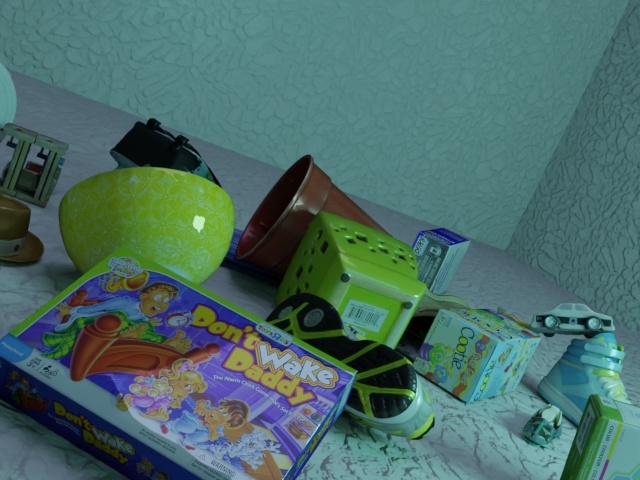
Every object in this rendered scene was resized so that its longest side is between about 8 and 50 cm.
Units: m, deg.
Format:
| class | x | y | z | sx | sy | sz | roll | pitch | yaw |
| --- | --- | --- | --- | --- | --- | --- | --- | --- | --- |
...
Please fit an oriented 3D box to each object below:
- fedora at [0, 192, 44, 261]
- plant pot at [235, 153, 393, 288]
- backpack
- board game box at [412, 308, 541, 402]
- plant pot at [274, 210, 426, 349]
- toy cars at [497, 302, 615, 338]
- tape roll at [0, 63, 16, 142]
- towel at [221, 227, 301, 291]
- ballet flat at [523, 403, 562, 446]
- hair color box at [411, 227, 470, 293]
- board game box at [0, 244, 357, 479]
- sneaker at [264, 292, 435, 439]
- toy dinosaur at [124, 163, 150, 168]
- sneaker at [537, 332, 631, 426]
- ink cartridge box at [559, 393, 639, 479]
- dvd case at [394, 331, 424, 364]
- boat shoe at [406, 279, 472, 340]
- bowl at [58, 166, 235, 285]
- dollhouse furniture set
| class | x | y | z | sx | sy | sz | roll | pitch | yaw |
| --- | --- | --- | --- | --- | --- | --- | --- | --- | --- |
| fedora | -0.535 | -0.033 | 1.339 | 0.194 | 0.079 | 0.194 | 23 | 12 | -5 |
| plant pot | 0.000 | 0.000 | 1.783 | 0.265 | 0.272 | 0.272 | 36 | 8 | -15 |
| backpack | -0.333 | -0.120 | 1.829 | 0.225 | 0.191 | 0.253 | 29 | -10 | 27 |
| board game box | 0.336 | 0.237 | 1.738 | 0.142 | 0.144 | 0.275 | 30 | 12 | 30 |
| plant pot | 0.063 | 0.106 | 1.598 | 0.228 | 0.227 | 0.207 | 21 | 17 | -19 |
| toy cars | 0.514 | 0.193 | 1.966 | 0.176 | 0.087 | 0.394 | 17 | -20 | -35 |
| tape roll | -0.765 | -0.293 | 1.646 | 0.169 | 0.246 | 0.246 | 32 | 14 | 33 |
| towel | -0.166 | 0.022 | 1.964 | 0.243 | 0.040 | 0.336 | 22 | 11 | -15 |
| ballet flat | 0.450 | 0.358 | 1.618 | 0.070 | 0.070 | 0.188 | 28 | 11 | 19 |
| hair color box | 0.334 | 0.067 | 2.424 | 0.110 | 0.185 | 0.339 | 27 | 11 | 15 |
| board game box | -0.165 | 0.163 | 0.948 | 0.347 | 0.078 | 0.233 | 26 | 39 | 13 |
| sneaker | 0.032 | 0.213 | 1.337 | 0.385 | 0.145 | 0.147 | 34 | -16 | 51 |
| toy dinosaur | -0.340 | -0.028 | 1.586 | 0.218 | 0.164 | 0.322 | 49 | 0 | 27 |
| sneaker | 0.636 | 0.324 | 1.792 | 0.127 | 0.208 | 0.319 | 17 | 13 | -39 |
| ink cartridge box | 0.522 | 0.372 | 1.273 | 0.255 | 0.188 | 0.097 | 16 | 14 | 6 |
| dvd case | 0.158 | 0.210 | 1.816 | 0.221 | 0.018 | 0.164 | 31 | 12 | 30 |
| boat shoe | 0.251 | 0.186 | 1.839 | 0.341 | 0.122 | 0.110 | 26 | 38 | -44 |
| bowl | -0.277 | 0.024 | 1.322 | 0.289 | 0.289 | 0.156 | 16 | 54 | -36 |
| dollhouse furniture set | -0.604 | -0.170 | 1.703 | 0.129 | 0.129 | 0.183 | 21 | 13 | -17 |
